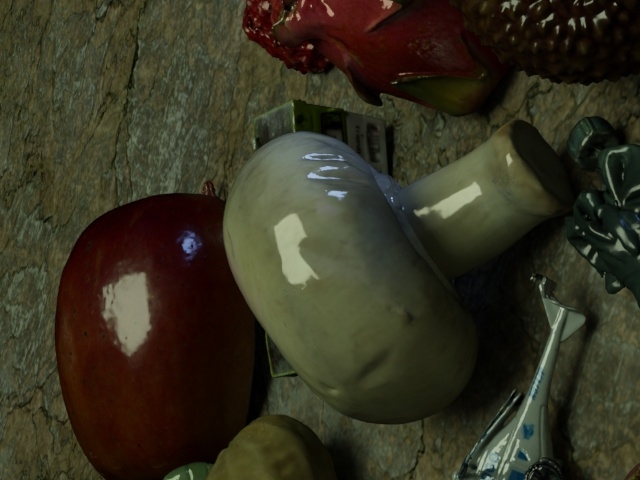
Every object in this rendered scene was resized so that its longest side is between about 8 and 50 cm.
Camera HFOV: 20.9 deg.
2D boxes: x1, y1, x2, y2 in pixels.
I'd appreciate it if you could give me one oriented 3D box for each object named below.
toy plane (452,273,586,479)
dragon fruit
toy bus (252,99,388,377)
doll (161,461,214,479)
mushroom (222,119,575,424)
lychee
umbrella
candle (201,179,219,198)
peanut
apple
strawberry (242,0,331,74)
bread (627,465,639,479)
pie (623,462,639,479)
[{"bbox_3d":[0.196,0.178,1.616,0.182,0.107,0.273,64,-132,-69],"label":"toy plane"},{"bbox_3d":[0.077,-0.289,1.824,0.305,0.226,0.305,-34,49,52],"label":"dragon fruit"},{"bbox_3d":[0.000,0.000,1.946,0.113,0.139,0.301,-18,72,57],"label":"toy bus"},{"bbox_3d":[-0.194,0.412,2.031,0.216,0.284,0.268,86,165,-82],"label":"doll"},{"bbox_3d":[0.051,0.034,1.693,0.356,0.315,0.315,-11,70,54],"label":"mushroom"},{"bbox_3d":[0.225,-0.261,1.569,0.271,0.271,0.271,-28,56,53],"label":"lychee"},{"bbox_3d":[0.281,0.005,1.503,0.143,0.094,0.349,-51,35,26],"label":"umbrella"},{"bbox_3d":[-0.137,-0.009,2.275,0.053,0.048,0.162,-20,60,23],"label":"candle"},{"bbox_3d":[-0.058,0.355,1.873,0.158,0.174,0.340,-40,49,56],"label":"peanut"},{"bbox_3d":[-0.202,0.132,2.210,0.329,0.295,0.365,34,-129,-76],"label":"apple"},{"bbox_3d":[-0.049,-0.300,2.153,0.236,0.111,0.190,-10,74,59],"label":"strawberry"},{"bbox_3d":[0.297,0.128,1.267,0.167,0.264,0.163,-53,39,27],"label":"bread"},{"bbox_3d":[0.296,0.247,1.447,0.153,0.038,0.153,-35,48,52],"label":"pie"}]
